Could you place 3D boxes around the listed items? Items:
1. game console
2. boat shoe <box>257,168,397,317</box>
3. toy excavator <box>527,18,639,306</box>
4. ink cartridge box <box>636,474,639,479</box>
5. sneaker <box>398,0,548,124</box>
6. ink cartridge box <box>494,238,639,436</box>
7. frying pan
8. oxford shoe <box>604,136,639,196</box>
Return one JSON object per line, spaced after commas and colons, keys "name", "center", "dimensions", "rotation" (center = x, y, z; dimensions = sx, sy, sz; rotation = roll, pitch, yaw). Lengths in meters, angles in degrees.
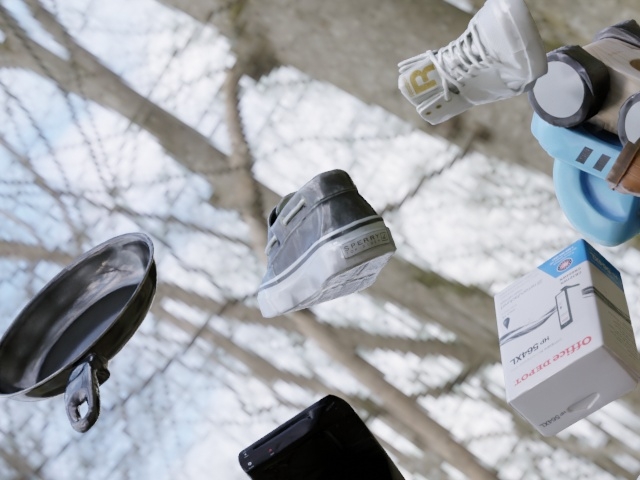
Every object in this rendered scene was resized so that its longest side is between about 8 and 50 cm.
{"name": "game console", "center": [-0.079, 0.332, 2.047], "dimensions": [0.361, 0.044, 0.213], "rotation": [-33, -52, 2]}
{"name": "boat shoe", "center": [0.000, 0.000, 1.980], "dimensions": [0.121, 0.119, 0.335], "rotation": [-17, -8, -20]}
{"name": "toy excavator", "center": [0.475, -0.029, 2.559], "dimensions": [0.222, 0.433, 0.445], "rotation": [-28, -44, -48]}
{"name": "ink cartridge box", "center": [0.384, 0.368, 2.088], "dimensions": [0.208, 0.086, 0.153], "rotation": [-72, 6, -65]}
{"name": "sneaker", "center": [0.179, -0.212, 2.241], "dimensions": [0.169, 0.108, 0.292], "rotation": [-22, -13, -2]}
{"name": "ink cartridge box", "center": [0.301, 0.118, 2.254], "dimensions": [0.148, 0.203, 0.086], "rotation": [-35, -60, 23]}
{"name": "frying pan", "center": [-0.186, 0.077, 1.578], "dimensions": [0.197, 0.326, 0.053], "rotation": [-49, -65, -16]}
{"name": "oxford shoe", "center": [0.395, -0.078, 2.229], "dimensions": [0.076, 0.076, 0.212], "rotation": [-62, -9, 13]}
